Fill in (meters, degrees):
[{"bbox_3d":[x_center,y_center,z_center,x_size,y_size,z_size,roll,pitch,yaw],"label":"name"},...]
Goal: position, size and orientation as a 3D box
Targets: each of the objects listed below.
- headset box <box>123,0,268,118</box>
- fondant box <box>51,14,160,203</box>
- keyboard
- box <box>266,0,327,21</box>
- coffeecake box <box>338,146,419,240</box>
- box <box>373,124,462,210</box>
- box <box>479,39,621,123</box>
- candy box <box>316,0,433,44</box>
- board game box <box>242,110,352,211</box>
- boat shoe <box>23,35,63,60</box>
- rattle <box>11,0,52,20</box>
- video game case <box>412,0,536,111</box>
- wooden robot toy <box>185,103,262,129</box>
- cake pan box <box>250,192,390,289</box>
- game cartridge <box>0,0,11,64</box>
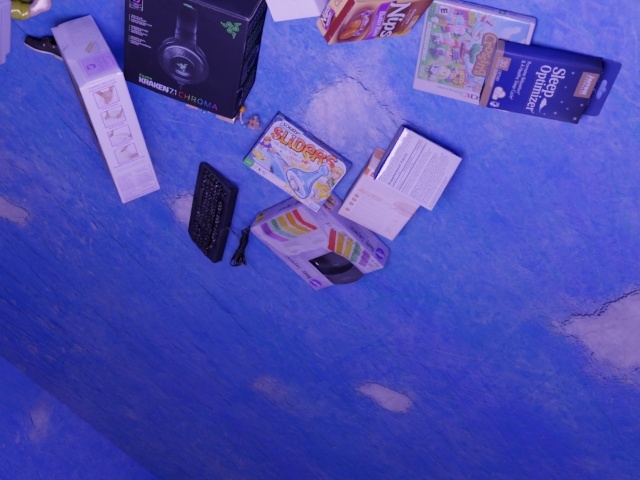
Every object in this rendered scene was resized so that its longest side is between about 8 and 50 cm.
[{"bbox_3d":[-0.243,-0.411,1.722,0.247,0.131,0.283,21,142,1],"label":"headset box"},{"bbox_3d":[-0.458,-0.278,1.907,0.096,0.238,0.330,-24,140,-12],"label":"fondant box"},{"bbox_3d":[-0.249,-0.040,2.203,0.201,0.033,0.317,39,146,14],"label":"keyboard"},{"bbox_3d":[-0.035,-0.477,1.505,0.091,0.170,0.130,-1,136,27],"label":"box"},{"bbox_3d":[0.142,-0.100,1.956,0.142,0.068,0.185,27,142,-6],"label":"coffeecake box"},{"bbox_3d":[0.197,-0.151,1.819,0.137,0.072,0.126,28,103,-7],"label":"box"},{"bbox_3d":[0.413,-0.282,1.604,0.225,0.036,0.136,10,142,1],"label":"box"},{"bbox_3d":[0.098,-0.400,1.534,0.053,0.187,0.109,62,144,15],"label":"candy box"},{"bbox_3d":[-0.050,-0.171,1.944,0.201,0.035,0.136,33,111,-14],"label":"board game box"},{"bbox_3d":[-0.590,-0.429,1.950,0.133,0.049,0.042,21,115,13],"label":"boat shoe"},{"bbox_3d":[-0.630,-0.561,1.819,0.130,0.142,0.199,-20,116,1],"label":"rattle"},{"bbox_3d":[0.278,-0.341,1.634,0.194,0.023,0.212,16,142,9],"label":"video game case"},{"bbox_3d":[-0.198,-0.299,1.910,0.173,0.076,0.079,21,107,3],"label":"wooden robot toy"},{"bbox_3d":[0.000,0.000,2.151,0.246,0.070,0.267,-19,126,43],"label":"cake pan box"},{"bbox_3d":[-0.719,-0.519,1.784,0.294,0.060,0.196,49,141,16],"label":"game cartridge"}]
